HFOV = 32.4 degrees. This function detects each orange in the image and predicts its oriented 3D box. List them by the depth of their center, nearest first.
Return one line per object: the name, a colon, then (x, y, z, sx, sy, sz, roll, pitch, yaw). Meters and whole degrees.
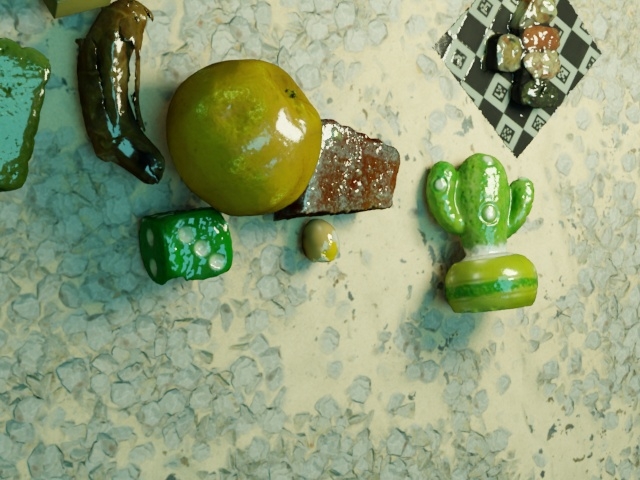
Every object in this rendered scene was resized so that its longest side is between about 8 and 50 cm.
orange: (-0.124, -0.177, 1.846, 0.235, 0.279, 0.279, -29, 116, 21)

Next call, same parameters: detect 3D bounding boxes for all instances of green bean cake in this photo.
green bean cake: (-0.544, -0.196, 1.685, 0.222, 0.125, 0.248, 11, 87, -29)
green bean cake: (0.033, -0.110, 2.031, 0.232, 0.097, 0.199, 14, 85, -41)

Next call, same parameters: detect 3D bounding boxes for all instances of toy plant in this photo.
toy plant: (0.332, -0.019, 2.199, 0.224, 0.184, 0.316, -7, 89, -11)

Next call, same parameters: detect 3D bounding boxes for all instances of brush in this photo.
brush: (-0.345, -0.434, 1.791, 0.233, 0.047, 0.103, -21, 68, -29)

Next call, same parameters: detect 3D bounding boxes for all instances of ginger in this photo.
ginger: (-0.334, -0.245, 1.811, 0.133, 0.107, 0.309, -3, 94, -27)

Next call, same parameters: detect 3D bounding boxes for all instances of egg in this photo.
egg: (0.000, 0.000, 2.053, 0.071, 0.071, 0.083, -12, 100, -29)

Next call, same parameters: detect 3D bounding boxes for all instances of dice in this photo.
dice: (-0.231, 0.007, 1.885, 0.128, 0.131, 0.120, -12, 99, -28)

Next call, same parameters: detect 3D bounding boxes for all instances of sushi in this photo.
sushi: (0.438, -0.391, 2.269, 0.339, 0.068, 0.320, -48, 116, -17)
